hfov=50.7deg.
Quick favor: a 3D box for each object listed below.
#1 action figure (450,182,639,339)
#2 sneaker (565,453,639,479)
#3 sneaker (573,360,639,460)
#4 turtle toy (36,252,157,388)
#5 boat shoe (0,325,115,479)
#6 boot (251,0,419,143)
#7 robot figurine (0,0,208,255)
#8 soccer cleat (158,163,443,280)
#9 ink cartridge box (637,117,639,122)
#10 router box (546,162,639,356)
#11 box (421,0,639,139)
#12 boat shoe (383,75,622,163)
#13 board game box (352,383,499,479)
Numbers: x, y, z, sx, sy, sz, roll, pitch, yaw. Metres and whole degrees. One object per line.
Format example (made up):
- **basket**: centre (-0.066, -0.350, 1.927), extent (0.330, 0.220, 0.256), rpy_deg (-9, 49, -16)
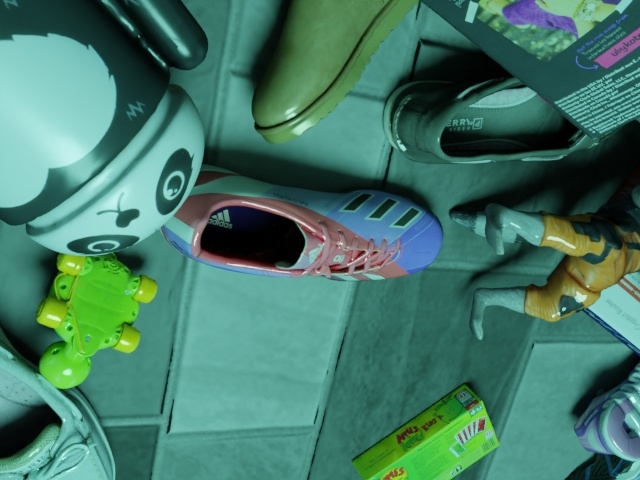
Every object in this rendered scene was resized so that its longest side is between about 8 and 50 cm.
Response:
- **action figure**: centre (0.319, -0.034, 0.705), extent (0.330, 0.179, 0.341), rpy_deg (-13, 131, -3)
- **sneaker**: centre (0.443, 0.389, 1.051), extent (0.211, 0.080, 0.081), rpy_deg (-44, 119, 0)
- **sneaker**: centre (0.455, 0.238, 0.992), extent (0.236, 0.104, 0.095), rpy_deg (-27, 80, -33)
- **turtle toy**: centre (-0.214, 0.070, 0.615), extent (0.095, 0.066, 0.130), rpy_deg (28, 65, -30)
- **boat shoe**: centre (-0.291, 0.157, 0.608), extent (0.118, 0.103, 0.321), rpy_deg (-28, 120, -11)
- **boot**: centre (-0.050, -0.250, 0.552), extent (0.269, 0.089, 0.236), rpy_deg (44, 78, -33)
- **robot figurine**: centre (-0.210, -0.110, 0.484), extent (0.278, 0.209, 0.174), rpy_deg (48, 50, -32)
- **soccer cleat**: centre (0.000, 0.000, 0.661), extent (0.318, 0.116, 0.109), rpy_deg (9, 108, -27)
- **ink cartridge box**: centre (0.408, -0.171, 0.722), extent (0.104, 0.060, 0.180), rpy_deg (-6, 128, -13)
- **router box**: centre (0.517, 0.035, 0.883), extent (0.335, 0.082, 0.301), rpy_deg (36, 95, -18)
- **box**: centre (0.214, -0.240, 0.584), extent (0.270, 0.143, 0.165), rpy_deg (30, 57, -25)
- **boat shoe**: centre (0.232, -0.130, 0.720), extent (0.335, 0.095, 0.112), rpy_deg (-10, 116, -20)
- **board game box**: centre (0.141, 0.279, 0.889), extent (0.181, 0.043, 0.092), rpy_deg (-32, 121, -9)
